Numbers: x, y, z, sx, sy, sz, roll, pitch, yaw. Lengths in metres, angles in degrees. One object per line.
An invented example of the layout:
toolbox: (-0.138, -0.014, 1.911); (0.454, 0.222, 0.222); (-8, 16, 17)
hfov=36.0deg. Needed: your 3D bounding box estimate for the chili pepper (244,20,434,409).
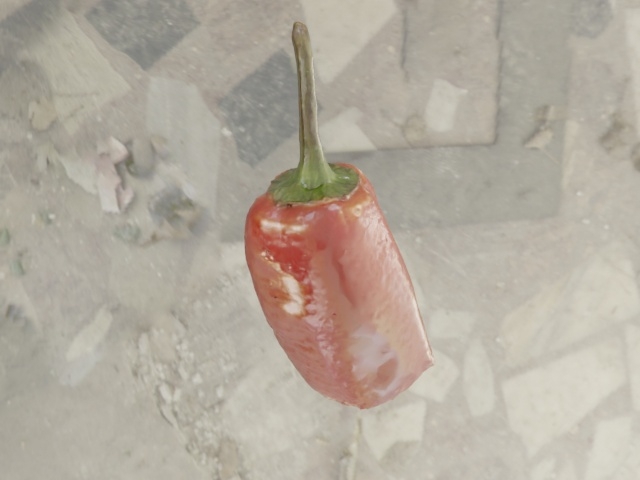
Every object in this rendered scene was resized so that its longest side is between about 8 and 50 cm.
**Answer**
chili pepper: (0.000, 0.003, 0.841); (0.131, 0.134, 0.338); (-31, 132, -15)
